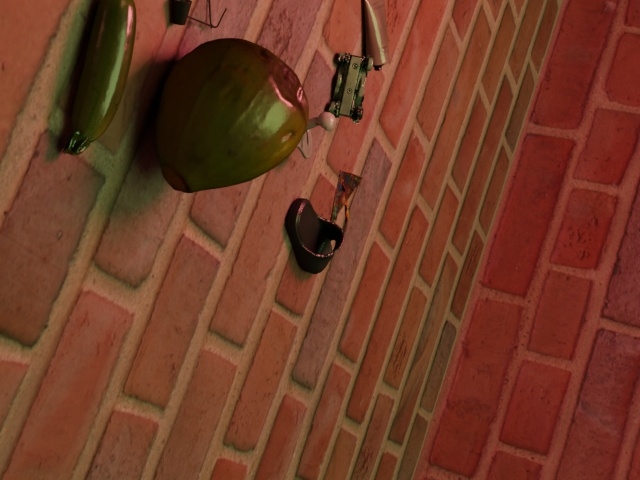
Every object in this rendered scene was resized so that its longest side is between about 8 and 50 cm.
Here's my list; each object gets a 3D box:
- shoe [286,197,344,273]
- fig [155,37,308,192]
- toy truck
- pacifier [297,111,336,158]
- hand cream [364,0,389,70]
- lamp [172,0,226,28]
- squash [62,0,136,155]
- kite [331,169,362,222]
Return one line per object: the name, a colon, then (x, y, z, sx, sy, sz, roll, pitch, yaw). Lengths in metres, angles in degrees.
shoe: (0.000, 0.000, 2.234, 0.108, 0.093, 0.241, -66, 153, -25)
fig: (-0.154, -0.189, 1.630, 0.271, 0.239, 0.239, -57, 153, -9)
toy truck: (0.065, -0.341, 2.229, 0.078, 0.080, 0.154, -101, -159, -82)
pacifier: (-0.024, -0.238, 2.028, 0.150, 0.117, 0.126, 47, 35, -58)
hand cream: (0.128, -0.484, 2.311, 0.087, 0.054, 0.186, -36, 128, -50)
lamp: (-0.205, -0.373, 1.652, 0.121, 0.041, 0.054, -26, 134, -57)
squash: (-0.311, -0.240, 1.445, 0.066, 0.066, 0.252, 11, 94, -66)
kite: (0.061, -0.107, 2.411, 0.190, 0.010, 0.159, -57, 150, -35)
